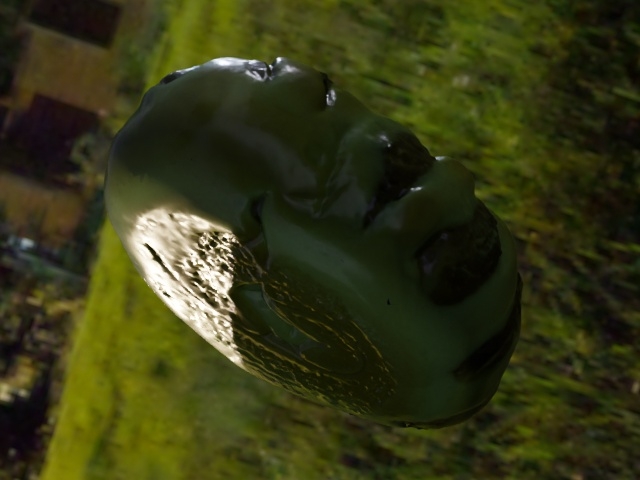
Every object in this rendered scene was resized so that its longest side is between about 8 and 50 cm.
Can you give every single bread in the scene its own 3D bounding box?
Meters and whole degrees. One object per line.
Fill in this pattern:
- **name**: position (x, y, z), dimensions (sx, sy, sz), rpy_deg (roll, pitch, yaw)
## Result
- **bread**: position (0.000, 0.000, 0.450), dimensions (0.071, 0.139, 0.130), rpy_deg (-55, -25, -31)
